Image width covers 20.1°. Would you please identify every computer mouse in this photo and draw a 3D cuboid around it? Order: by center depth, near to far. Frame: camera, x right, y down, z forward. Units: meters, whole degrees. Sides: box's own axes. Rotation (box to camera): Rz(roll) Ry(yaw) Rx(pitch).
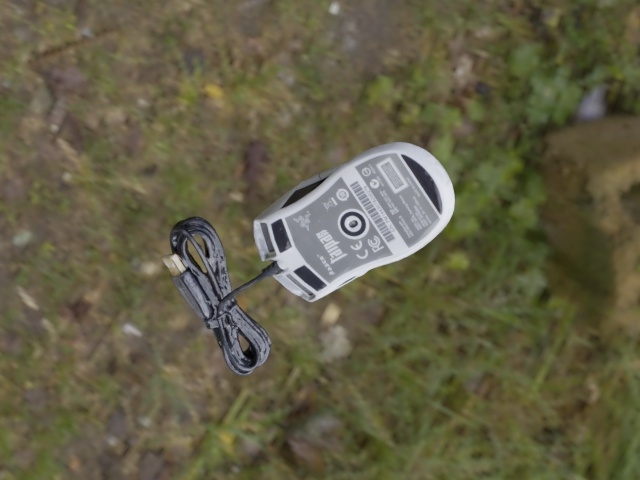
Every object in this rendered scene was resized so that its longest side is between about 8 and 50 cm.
[{"bbox_3d":[0.000,0.000,1.095,0.106,0.193,0.042,58,23,-9],"label":"computer mouse"}]
